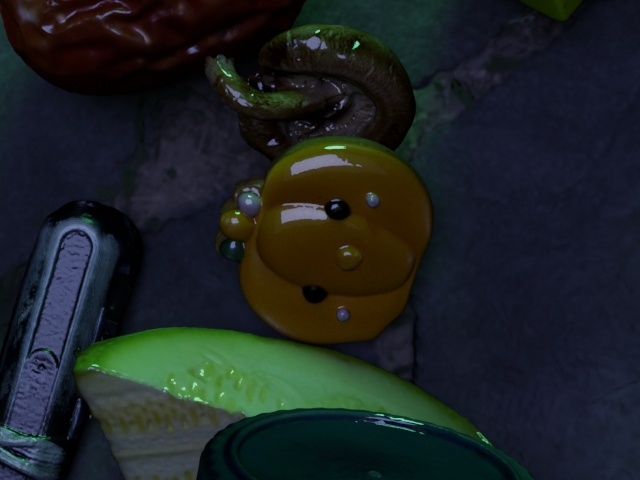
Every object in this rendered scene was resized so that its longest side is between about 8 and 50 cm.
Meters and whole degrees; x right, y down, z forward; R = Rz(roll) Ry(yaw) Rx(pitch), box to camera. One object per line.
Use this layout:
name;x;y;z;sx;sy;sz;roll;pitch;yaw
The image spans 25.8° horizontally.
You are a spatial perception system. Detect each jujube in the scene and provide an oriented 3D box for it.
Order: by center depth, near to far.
jujube;-0.126;-0.206;1.090;0.250;0.174;0.174;-19;80;13

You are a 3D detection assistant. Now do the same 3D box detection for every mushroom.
mushroom;-0.011;-0.112;1.078;0.135;0.171;0.080;-57;34;29

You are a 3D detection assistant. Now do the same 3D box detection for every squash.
squash;-0.013;0.121;1.049;0.289;0.111;0.203;-11;122;11

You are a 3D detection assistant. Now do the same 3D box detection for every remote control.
remote control;-0.218;0.094;1.113;0.090;0.066;0.265;17;85;14

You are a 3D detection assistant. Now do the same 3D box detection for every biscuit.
biscuit;0.000;0.001;1.064;0.170;0.050;0.170;0;110;-1

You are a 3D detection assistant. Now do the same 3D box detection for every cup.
cup;-0.004;0.282;0.897;0.242;0.308;0.292;20;107;41

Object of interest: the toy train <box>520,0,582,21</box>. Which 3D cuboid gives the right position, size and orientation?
toy train;0.223;-0.369;1.010;0.179;0.272;0.442;36;88;23
